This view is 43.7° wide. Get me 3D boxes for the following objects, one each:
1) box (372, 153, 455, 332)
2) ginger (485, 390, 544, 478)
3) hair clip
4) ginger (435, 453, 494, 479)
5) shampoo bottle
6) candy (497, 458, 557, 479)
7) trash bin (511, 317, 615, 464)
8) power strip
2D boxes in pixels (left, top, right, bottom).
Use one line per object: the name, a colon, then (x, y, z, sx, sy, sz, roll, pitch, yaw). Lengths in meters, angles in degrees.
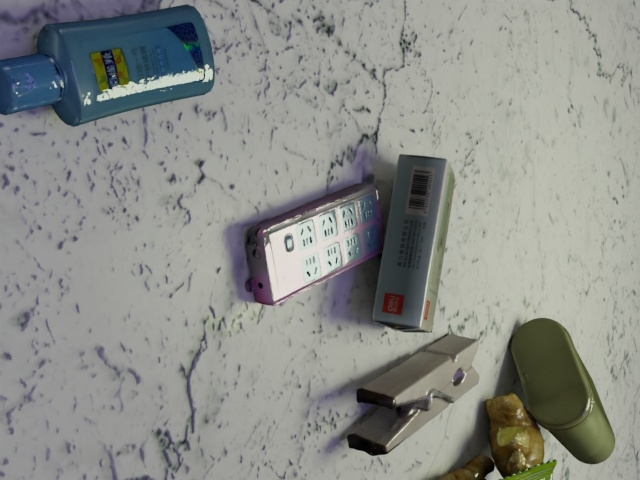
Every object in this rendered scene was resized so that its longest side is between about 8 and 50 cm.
box: (0.148, 0.011, 1.246, 0.135, 0.079, 0.270, 32, 67, -72)
ginger: (0.374, 0.382, 1.540, 0.157, 0.102, 0.216, 52, 27, -36)
hair clip: (0.162, 0.239, 1.308, 0.330, 0.085, 0.101, -20, 110, -54)
ginger: (0.294, 0.507, 1.492, 0.166, 0.080, 0.333, -53, 126, -34)
shampoo bottle: (-0.224, -0.181, 0.836, 0.258, 0.061, 0.104, -27, 112, -45)
candy: (0.361, 0.517, 1.441, 0.148, 0.069, 0.247, -13, 111, -27)
trash bin: (0.503, 0.314, 1.635, 0.247, 0.121, 0.243, 46, 26, -43)
power strip: (0.000, 0.000, 1.131, 0.278, 0.037, 0.109, -25, 112, -46)
